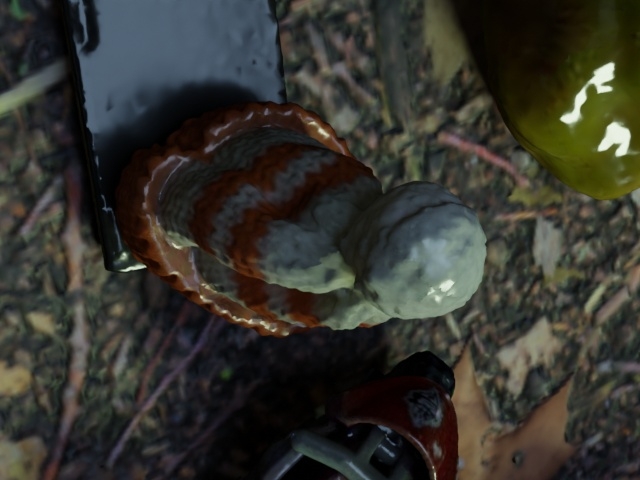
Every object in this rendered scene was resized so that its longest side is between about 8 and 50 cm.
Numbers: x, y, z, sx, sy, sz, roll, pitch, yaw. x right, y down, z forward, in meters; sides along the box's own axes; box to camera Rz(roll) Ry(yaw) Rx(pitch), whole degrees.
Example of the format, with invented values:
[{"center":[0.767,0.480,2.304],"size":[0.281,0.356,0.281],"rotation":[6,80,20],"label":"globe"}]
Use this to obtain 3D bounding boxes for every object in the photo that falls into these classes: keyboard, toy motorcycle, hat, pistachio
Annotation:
[{"center":[-0.067,-0.147,0.635],"size":[0.106,0.027,0.317],"rotation":[-14,108,-24],"label":"keyboard"},{"center":[-0.006,0.133,0.682],"size":[0.082,0.122,0.213],"rotation":[40,79,1],"label":"toy motorcycle"},{"center":[0.000,0.000,0.599],"size":[0.112,0.162,0.094],"rotation":[29,88,-33],"label":"hat"},{"center":[0.133,-0.107,0.716],"size":[0.100,0.110,0.189],"rotation":[-25,117,-58],"label":"pistachio"}]
